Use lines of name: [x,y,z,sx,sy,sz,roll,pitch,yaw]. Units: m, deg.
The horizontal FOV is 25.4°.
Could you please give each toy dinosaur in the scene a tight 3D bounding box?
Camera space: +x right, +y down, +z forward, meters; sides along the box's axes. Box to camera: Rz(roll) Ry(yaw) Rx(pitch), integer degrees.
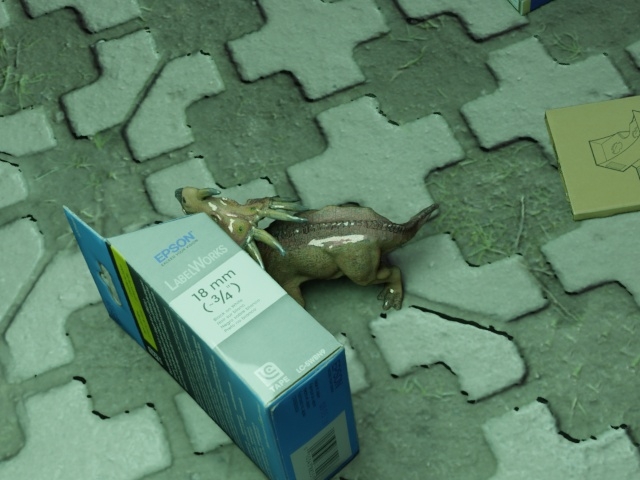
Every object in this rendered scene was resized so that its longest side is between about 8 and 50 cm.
toy dinosaur: [0.000,0.000,1.589,0.296,0.200,0.127,-12,56,-3]

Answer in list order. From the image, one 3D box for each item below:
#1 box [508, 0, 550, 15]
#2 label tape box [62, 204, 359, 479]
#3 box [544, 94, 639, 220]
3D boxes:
box: [0.327,-0.401,1.922,0.225,0.036,0.136,-28,59,-11]
label tape box: [-0.111,0.095,1.511,0.106,0.240,0.334,-38,61,-18]
box: [0.388,-0.109,1.732,0.201,0.021,0.164,-9,56,0]
